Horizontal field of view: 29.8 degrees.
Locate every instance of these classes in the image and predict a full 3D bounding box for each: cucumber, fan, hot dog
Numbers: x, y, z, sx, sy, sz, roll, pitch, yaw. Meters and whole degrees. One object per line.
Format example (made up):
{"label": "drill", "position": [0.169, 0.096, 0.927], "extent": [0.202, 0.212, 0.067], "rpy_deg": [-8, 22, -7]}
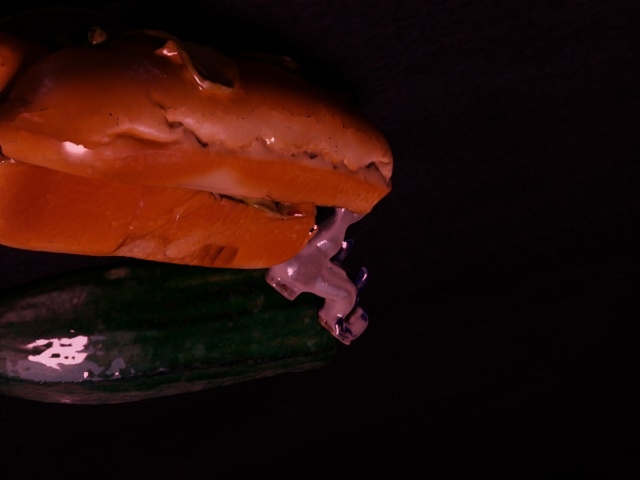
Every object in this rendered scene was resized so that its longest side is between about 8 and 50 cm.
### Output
{"label": "cucumber", "position": [-0.098, 0.060, 0.712], "extent": [0.244, 0.063, 0.115], "rpy_deg": [-6, 152, -30]}
{"label": "fan", "position": [-0.094, -0.078, 0.472], "extent": [0.133, 0.005, 0.085], "rpy_deg": [-31, 157, 24]}
{"label": "hot dog", "position": [-0.056, -0.037, 0.506], "extent": [0.109, 0.072, 0.269], "rpy_deg": [-32, 160, 22]}

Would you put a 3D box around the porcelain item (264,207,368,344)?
{"label": "porcelain item", "position": [0.000, 0.000, 0.684], "extent": [0.075, 0.021, 0.136], "rpy_deg": [-48, 131, 0]}
